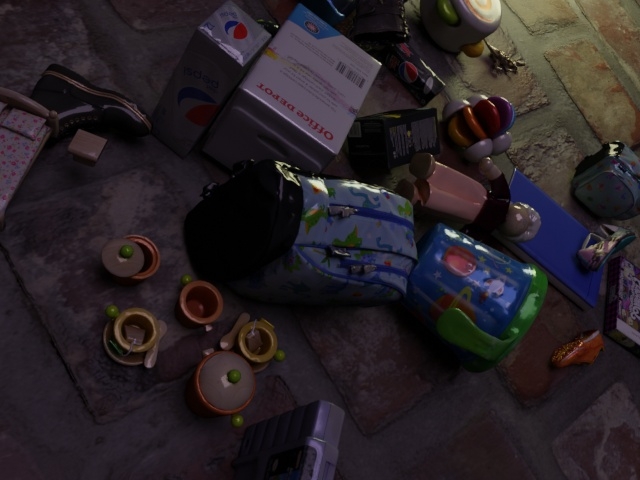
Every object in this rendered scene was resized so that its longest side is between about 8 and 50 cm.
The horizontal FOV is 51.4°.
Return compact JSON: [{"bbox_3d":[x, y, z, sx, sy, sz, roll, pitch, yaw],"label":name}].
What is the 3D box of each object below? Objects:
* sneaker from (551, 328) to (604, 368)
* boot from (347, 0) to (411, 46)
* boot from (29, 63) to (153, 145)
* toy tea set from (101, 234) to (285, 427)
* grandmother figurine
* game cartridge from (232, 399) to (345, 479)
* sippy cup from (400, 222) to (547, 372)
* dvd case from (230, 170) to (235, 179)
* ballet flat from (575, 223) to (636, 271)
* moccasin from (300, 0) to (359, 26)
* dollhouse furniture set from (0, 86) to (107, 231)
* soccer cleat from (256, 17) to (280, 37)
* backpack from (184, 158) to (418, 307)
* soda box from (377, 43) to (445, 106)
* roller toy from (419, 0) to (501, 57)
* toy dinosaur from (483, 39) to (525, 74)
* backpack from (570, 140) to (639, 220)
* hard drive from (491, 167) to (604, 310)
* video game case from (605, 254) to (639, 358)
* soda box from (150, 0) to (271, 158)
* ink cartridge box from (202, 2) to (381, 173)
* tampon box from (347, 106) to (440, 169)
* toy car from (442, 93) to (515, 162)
[{"bbox_3d":[0.575,0.250,1.466,0.175,0.064,0.067,-17,85,-34],"label":"sneaker"},{"bbox_3d":[0.185,-0.550,1.582,0.262,0.091,0.229,-8,57,2],"label":"boot"},{"bbox_3d":[-0.393,-0.190,1.101,0.197,0.077,0.137,24,59,-3],"label":"boot"},{"bbox_3d":[-0.202,0.126,1.009,0.336,0.124,0.200,37,52,-10],"label":"toy tea set"},{"bbox_3d":[0.323,-0.068,1.400,0.342,0.208,0.104,16,33,-26],"label":"grandmother figurine"},{"bbox_3d":[-0.079,0.398,0.874,0.068,0.230,0.355,27,54,-17],"label":"game cartridge"},{"bbox_3d":[0.265,0.093,1.260,0.224,0.305,0.240,35,78,-1],"label":"sippy cup"},{"bbox_3d":[-0.088,-0.170,1.305,0.164,0.018,0.221,18,58,-23],"label":"dvd case"},{"bbox_3d":[0.689,0.006,1.612,0.221,0.077,0.079,-26,62,-38],"label":"ballet flat"},{"bbox_3d":[-0.043,-0.652,1.526,0.117,0.137,0.342,-41,104,-25],"label":"moccasin"},{"bbox_3d":[-0.508,-0.120,0.883,0.355,0.174,0.303,19,57,-10],"label":"dollhouse furniture set"},{"bbox_3d":[-0.161,-0.412,1.368,0.178,0.060,0.072,-15,84,-30],"label":"soccer cleat"},{"bbox_3d":[0.000,0.000,1.127,0.355,0.290,0.273,-9,79,-42],"label":"backpack"},{"bbox_3d":[0.219,-0.407,1.597,0.169,0.053,0.060,47,51,-1],"label":"soda box"},{"bbox_3d":[0.360,-0.594,1.724,0.209,0.146,0.191,23,62,-30],"label":"roller toy"},{"bbox_3d":[0.492,-0.507,1.832,0.183,0.053,0.093,28,38,-26],"label":"toy dinosaur"},{"bbox_3d":[0.770,-0.140,1.724,0.188,0.166,0.144,35,55,-7],"label":"backpack"},{"bbox_3d":[0.550,-0.006,1.598,0.318,0.040,0.210,38,52,-10],"label":"hard drive"},{"bbox_3d":[0.799,0.183,1.651,0.210,0.042,0.232,34,52,-14],"label":"video game case"},{"bbox_3d":[-0.195,-0.260,1.113,0.091,0.286,0.098,39,52,-10],"label":"soda box"},{"bbox_3d":[-0.051,-0.248,1.230,0.198,0.197,0.270,34,52,-11],"label":"ink cartridge box"},{"bbox_3d":[0.153,-0.217,1.393,0.161,0.120,0.101,-20,109,-37],"label":"tampon box"},{"bbox_3d":[0.394,-0.286,1.587,0.182,0.136,0.159,-20,77,-37],"label":"toy car"}]
